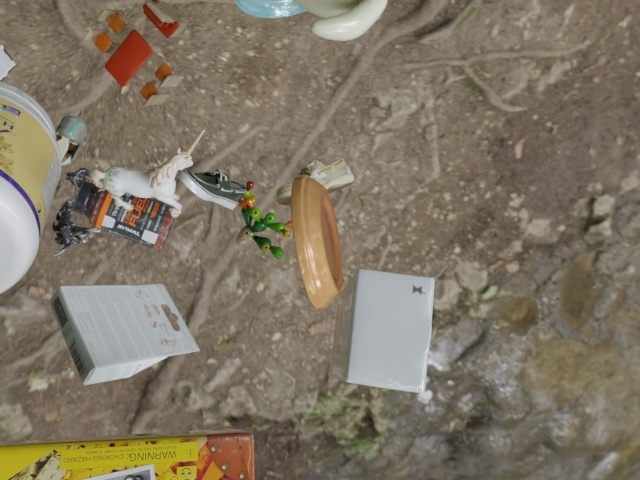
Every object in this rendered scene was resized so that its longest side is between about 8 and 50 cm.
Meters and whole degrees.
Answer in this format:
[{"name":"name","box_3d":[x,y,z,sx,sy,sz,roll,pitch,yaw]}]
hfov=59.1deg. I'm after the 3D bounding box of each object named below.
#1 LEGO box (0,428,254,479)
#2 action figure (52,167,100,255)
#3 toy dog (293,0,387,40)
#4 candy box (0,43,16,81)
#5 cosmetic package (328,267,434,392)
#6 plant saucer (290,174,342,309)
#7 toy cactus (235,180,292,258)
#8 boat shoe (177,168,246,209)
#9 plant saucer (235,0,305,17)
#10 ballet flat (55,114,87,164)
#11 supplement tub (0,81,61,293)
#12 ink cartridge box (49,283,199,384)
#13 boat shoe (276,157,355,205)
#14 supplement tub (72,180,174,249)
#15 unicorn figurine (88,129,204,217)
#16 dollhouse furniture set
[{"name":"LEGO box","box_3d":[-0.341,0.437,0.685,0.501,0.193,0.372,2,73,-17]},{"name":"action figure","box_3d":[-0.737,-0.079,1.731,0.141,0.164,0.275,11,66,-25]},{"name":"toy dog","box_3d":[-0.096,-0.475,0.793,0.408,0.285,0.394,7,84,-20]},{"name":"candy box","box_3d":[-0.890,-0.406,1.394,0.070,0.165,0.196,77,30,-58]},{"name":"cosmetic package","box_3d":[0.123,0.218,1.302,0.162,0.453,0.229,8,77,-2]},{"name":"plant saucer","box_3d":[0.000,0.000,0.827,0.037,0.200,0.199,-9,115,11]},{"name":"toy cactus","box_3d":[-0.172,-0.041,1.550,0.218,0.181,0.112,55,45,-1]},{"name":"boat shoe","box_3d":[-0.247,-0.133,1.310,0.070,0.078,0.219,-47,160,9]},{"name":"plant saucer","box_3d":[-0.059,-0.637,1.334,0.318,0.317,0.043,-18,84,-13]},{"name":"ballet flat","box_3d":[-0.582,-0.208,1.266,0.072,0.213,0.068,28,57,-23]},{"name":"supplement tub","box_3d":[-0.540,-0.092,0.866,0.241,0.331,0.240,-8,128,-10]},{"name":"ink cartridge box","box_3d":[-0.376,0.171,1.094,0.066,0.189,0.232,-48,152,21]},{"name":"boat shoe","box_3d":[-0.021,-0.174,1.603,0.302,0.109,0.098,-22,90,-45]},{"name":"supplement tub","box_3d":[-0.419,-0.058,1.210,0.198,0.106,0.106,21,101,-17]},{"name":"unicorn figurine","box_3d":[-0.214,-0.073,0.715,0.162,0.060,0.111,-8,157,-3]},{"name":"dollhouse furniture set","box_3d":[-0.506,-0.548,1.580,0.259,0.135,0.262,-41,94,23]}]
